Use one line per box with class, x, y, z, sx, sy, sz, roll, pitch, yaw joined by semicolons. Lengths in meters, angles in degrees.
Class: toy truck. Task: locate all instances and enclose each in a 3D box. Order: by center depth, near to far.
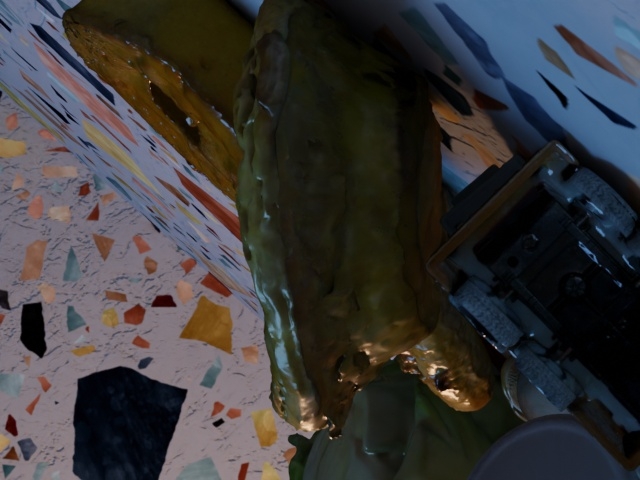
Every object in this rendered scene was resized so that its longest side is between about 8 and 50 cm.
toy truck;0.226;0.086;1.192;0.338;0.133;0.184;45;-177;-6

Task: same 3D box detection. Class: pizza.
pizza;0.061;0.019;1.550;0.335;0.086;0.226;58;-179;-32

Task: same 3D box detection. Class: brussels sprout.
brussels sprout;0.167;0.317;1.975;0.361;0.342;0.425;16;-177;-16

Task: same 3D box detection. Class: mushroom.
mushroom;0.233;0.138;1.523;0.247;0.108;0.096;-175;70;-72

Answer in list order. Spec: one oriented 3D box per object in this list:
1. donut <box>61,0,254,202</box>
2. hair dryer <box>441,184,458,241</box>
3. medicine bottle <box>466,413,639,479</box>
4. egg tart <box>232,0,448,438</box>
donut;-0.106;-0.143;1.558;0.277;0.108;0.277;41;171;8
hair dryer;0.121;-0.013;1.485;0.063;0.038;0.124;31;159;44
medicine bottle;0.278;0.275;1.386;0.340;0.208;0.208;30;-179;-39
egg tart;0.021;-0.020;1.235;0.129;0.341;0.341;0;160;10
